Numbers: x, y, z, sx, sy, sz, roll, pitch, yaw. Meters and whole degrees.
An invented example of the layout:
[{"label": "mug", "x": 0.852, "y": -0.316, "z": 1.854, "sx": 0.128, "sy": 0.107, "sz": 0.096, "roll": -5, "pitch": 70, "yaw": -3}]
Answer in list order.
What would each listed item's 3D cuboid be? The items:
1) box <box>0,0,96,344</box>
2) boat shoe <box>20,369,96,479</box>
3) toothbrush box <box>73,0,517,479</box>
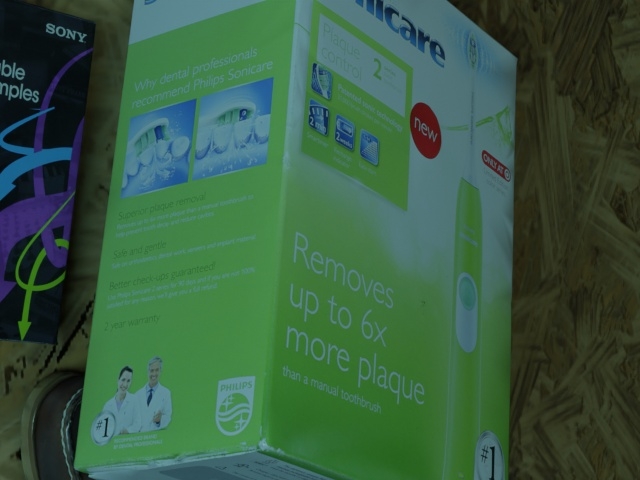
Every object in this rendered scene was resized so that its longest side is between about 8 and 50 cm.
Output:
[{"label": "box", "x": -0.163, "y": -0.035, "z": 0.716, "sx": 0.116, "sy": 0.029, "sz": 0.162, "roll": 9, "pitch": 85, "yaw": -50}, {"label": "boat shoe", "x": -0.086, "y": 0.159, "z": 0.793, "sx": 0.073, "sy": 0.073, "sz": 0.207, "roll": -40, "pitch": 121, "yaw": -37}, {"label": "toothbrush box", "x": 0.000, "y": 0.000, "z": 0.800, "sx": 0.206, "sy": 0.122, "sz": 0.283, "roll": 30, "pitch": 56, "yaw": -47}]
